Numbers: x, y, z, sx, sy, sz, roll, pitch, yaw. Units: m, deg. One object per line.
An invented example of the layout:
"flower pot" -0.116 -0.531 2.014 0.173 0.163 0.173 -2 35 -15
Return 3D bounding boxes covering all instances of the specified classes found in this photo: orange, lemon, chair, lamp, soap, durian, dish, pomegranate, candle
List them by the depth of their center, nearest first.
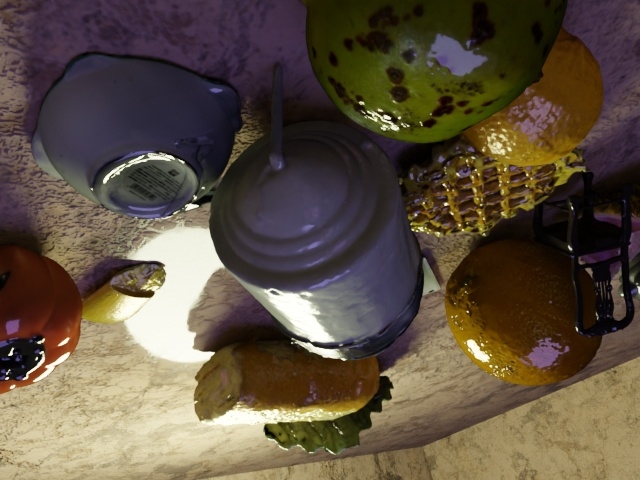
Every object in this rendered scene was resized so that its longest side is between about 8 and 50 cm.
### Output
"pomegranate" 0.053 -0.180 0.383 0.245 0.198 0.198 15 156 20
"lemon" 0.206 -0.150 0.517 0.187 0.142 0.142 17 138 -34
"dish" -0.178 -0.075 0.532 0.224 0.078 0.246 -18 149 3
"candle" 0.000 0.000 0.594 0.221 0.222 0.343 -20 148 9
"lamp" -0.405 0.093 0.634 0.187 0.164 0.188 -27 141 -24
"soap" -0.310 0.087 0.782 0.089 0.033 0.168 14 138 -43
"chair" 0.410 0.021 0.789 0.106 0.113 0.229 -11 107 -6
"durian" 0.518 -0.022 0.872 0.165 0.132 0.182 -33 144 14
"orange" 0.366 0.127 0.920 0.274 0.275 0.274 -11 149 -7

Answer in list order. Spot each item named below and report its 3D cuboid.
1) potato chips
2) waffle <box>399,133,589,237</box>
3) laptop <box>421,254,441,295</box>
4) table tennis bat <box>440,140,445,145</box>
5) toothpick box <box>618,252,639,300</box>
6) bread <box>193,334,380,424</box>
"potato chips" 0.028 0.472 1.402 0.372 0.097 0.389 -14 179 3
"waffle" 0.222 -0.074 0.707 0.254 0.052 0.245 1 152 -24
"laptop" 0.104 0.115 1.026 0.268 0.015 0.188 -23 149 13
"table tennis bat" 0.203 -0.135 0.657 0.220 0.019 0.130 15 139 -42
"toothpick box" 0.660 0.008 0.892 0.228 0.229 0.316 -8 149 -11
"bread" -0.071 0.310 1.121 0.375 0.165 0.236 9 143 -33
